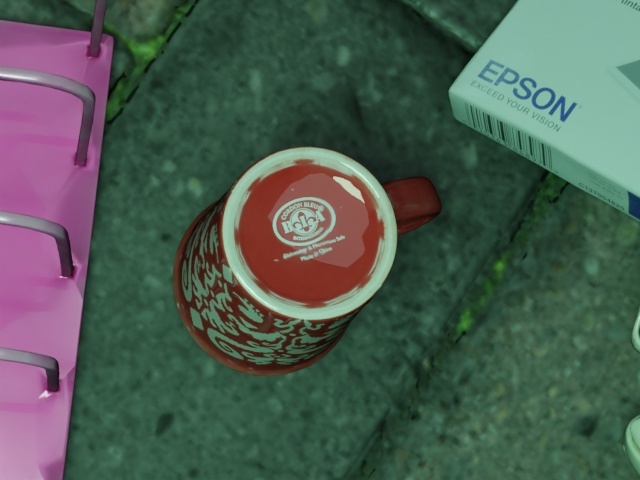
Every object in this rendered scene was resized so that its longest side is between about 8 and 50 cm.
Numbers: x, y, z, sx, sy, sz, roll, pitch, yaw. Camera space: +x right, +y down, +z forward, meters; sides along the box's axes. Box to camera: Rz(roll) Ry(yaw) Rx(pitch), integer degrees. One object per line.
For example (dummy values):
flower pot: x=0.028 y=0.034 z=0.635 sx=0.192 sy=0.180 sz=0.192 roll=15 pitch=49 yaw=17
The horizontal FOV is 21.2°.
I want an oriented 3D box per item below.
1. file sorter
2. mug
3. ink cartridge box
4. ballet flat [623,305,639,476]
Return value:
file sorter: x=-0.223 y=-0.004 z=0.907 sx=0.202 sy=0.182 sz=0.290 roll=7 pitch=79 yaw=-8
mug: x=-0.009 y=-0.004 z=0.950 sx=0.113 sy=0.169 sz=0.150 roll=37 pitch=77 yaw=-1
ink cartridge box: x=0.229 y=-0.115 z=1.029 sx=0.223 sy=0.045 sz=0.224 roll=31 pitch=74 yaw=24
ballet flat: x=0.236 y=0.091 z=1.020 sx=0.106 sy=0.107 sz=0.316 roll=7 pitch=71 yaw=3
